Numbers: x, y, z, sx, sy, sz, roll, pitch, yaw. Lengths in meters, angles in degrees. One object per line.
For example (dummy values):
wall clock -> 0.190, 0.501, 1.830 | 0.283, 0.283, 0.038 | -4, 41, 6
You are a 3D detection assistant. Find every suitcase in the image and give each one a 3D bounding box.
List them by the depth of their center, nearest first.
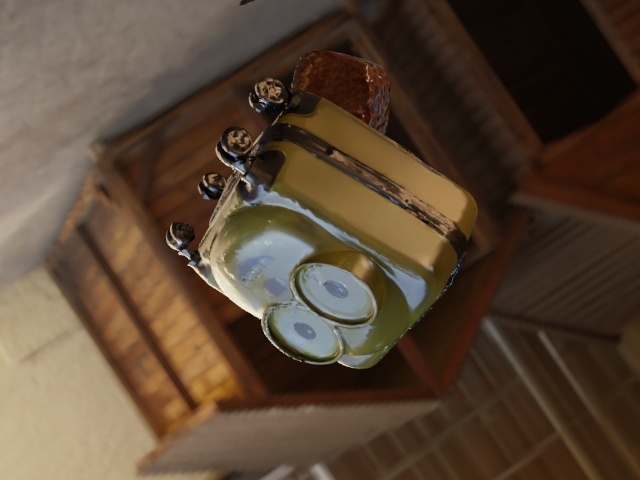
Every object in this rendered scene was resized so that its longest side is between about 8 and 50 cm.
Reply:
suitcase -> 0.000, 0.000, 1.320 | 0.143, 0.235, 0.194 | -61, -176, -39

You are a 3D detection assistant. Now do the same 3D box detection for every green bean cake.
green bean cake -> 0.005, -0.088, 1.662 | 0.198, 0.097, 0.233 | -7, 112, -76

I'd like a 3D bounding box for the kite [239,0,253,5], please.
kite -> 0.037, -0.365, 1.507 | 0.368, 0.014, 0.406 | -48, -147, 21
